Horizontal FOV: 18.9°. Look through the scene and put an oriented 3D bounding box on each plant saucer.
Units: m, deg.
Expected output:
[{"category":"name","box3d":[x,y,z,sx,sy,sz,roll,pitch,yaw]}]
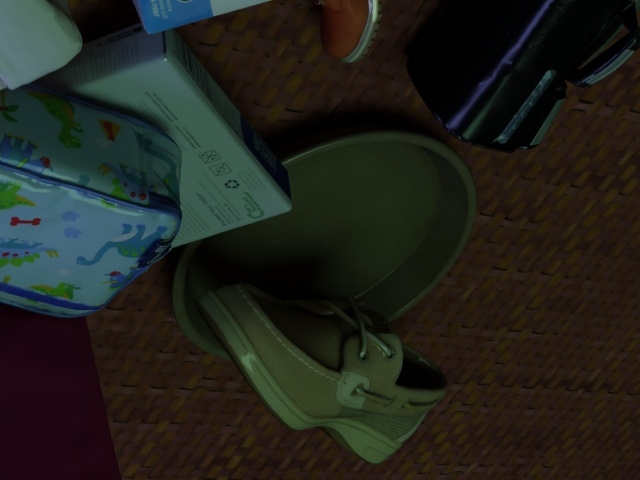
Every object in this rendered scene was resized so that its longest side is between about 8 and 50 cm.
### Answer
[{"category":"plant saucer","box3d":[0.000,0.000,1.621,0.277,0.041,0.278,-18,142,-15]}]

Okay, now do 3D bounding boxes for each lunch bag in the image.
[{"category":"lunch bag","box3d":[-0.217,-0.027,1.340,0.219,0.090,0.176,18,141,-32]}]

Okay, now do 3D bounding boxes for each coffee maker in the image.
[{"category":"coffee maker","box3d":[0.146,-0.170,1.470,0.171,0.120,0.178,25,120,-21]}]

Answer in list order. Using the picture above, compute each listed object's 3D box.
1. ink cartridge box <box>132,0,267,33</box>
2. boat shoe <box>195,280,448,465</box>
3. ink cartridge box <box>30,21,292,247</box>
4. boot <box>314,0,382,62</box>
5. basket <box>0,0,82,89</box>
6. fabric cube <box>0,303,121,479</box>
[{"category":"ink cartridge box","box3d":[-0.024,-0.237,1.256,0.231,0.078,0.134,-17,129,-8]},{"category":"boat shoe","box3d":[0.007,0.092,1.616,0.110,0.122,0.341,-39,152,8]},{"category":"ink cartridge box","box3d":[-0.165,-0.057,1.426,0.224,0.045,0.223,-19,145,14]},{"category":"boot","box3d":[0.002,-0.194,1.383,0.084,0.059,0.158,-11,132,-17]},{"category":"basket","box3d":[-0.322,-0.225,0.917,0.266,0.328,0.331,-27,145,6]},{"category":"fabric cube","box3d":[-0.318,0.166,1.405,0.259,0.258,0.254,9,131,-27]}]
